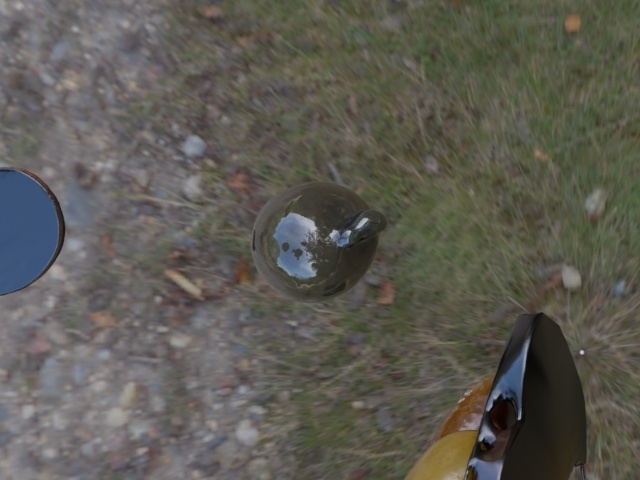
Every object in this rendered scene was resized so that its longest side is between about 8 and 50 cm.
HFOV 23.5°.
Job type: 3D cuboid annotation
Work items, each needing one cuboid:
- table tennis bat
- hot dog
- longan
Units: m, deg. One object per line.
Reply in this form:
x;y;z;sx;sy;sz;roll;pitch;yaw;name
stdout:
-0.366;0.008;1.645;0.220;0.019;0.130;-34;91;20;table tennis bat
0.108;0.227;1.083;0.107;0.194;0.326;-3;51;31;hot dog
0.000;0.000;1.223;0.119;0.106;0.106;-15;82;43;longan
